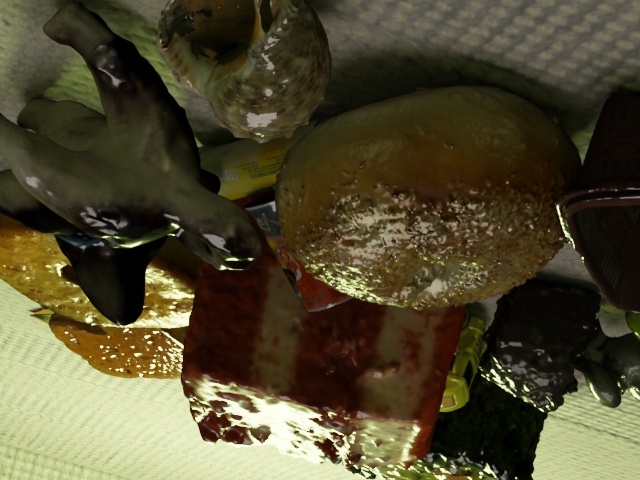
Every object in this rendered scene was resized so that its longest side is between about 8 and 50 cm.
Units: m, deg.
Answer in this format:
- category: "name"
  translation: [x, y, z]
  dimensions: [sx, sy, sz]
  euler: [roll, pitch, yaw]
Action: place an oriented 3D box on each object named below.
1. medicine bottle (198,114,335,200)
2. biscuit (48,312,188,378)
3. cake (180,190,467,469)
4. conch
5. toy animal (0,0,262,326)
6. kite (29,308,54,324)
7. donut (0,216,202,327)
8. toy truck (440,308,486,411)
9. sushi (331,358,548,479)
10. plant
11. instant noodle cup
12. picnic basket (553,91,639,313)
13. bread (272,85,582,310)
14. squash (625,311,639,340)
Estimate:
- category: "medicine bottle"
  translation: [-0.061, -0.083, 1.697]
  dimensions: [0.218, 0.073, 0.074]
  euler: [-12, 148, 45]
- category: "biscuit"
  translation: [-0.305, 0.136, 2.425]
  dimensions: [0.277, 0.052, 0.262]
  euler: [-5, 146, 40]
- category: "cake"
  translation: [0.005, 0.112, 1.889]
  dimensions: [0.320, 0.270, 0.269]
  euler: [11, 160, 2]
- category: "conch"
  translation: [-0.066, -0.175, 1.374]
  dimensions: [0.155, 0.130, 0.207]
  euler: [0, 145, -3]
- category: "toy animal"
  translation: [-0.209, -0.043, 1.625]
  dimensions: [0.303, 0.194, 0.344]
  euler: [37, 162, -3]
- category: "kite"
  translation: [-0.317, 0.151, 2.548]
  dimensions: [0.328, 0.013, 0.377]
  euler: [10, 158, 8]
- category: "donut"
  translation: [-0.282, 0.013, 2.033]
  dimensions: [0.303, 0.110, 0.303]
  euler: [11, 157, 5]
- category: "toy truck"
  translation: [0.077, 0.153, 2.108]
  dimensions: [0.272, 0.157, 0.124]
  euler: [9, 159, 13]
- category: "sushi"
  translation: [0.162, 0.276, 2.355]
  dimensions: [0.352, 0.178, 0.294]
  euler: [6, 160, 21]
- category: "plant"
  translation: [0.337, 0.147, 1.947]
  dimensions: [0.275, 0.146, 0.149]
  euler: [15, 157, -6]
- category: "instant noodle cup"
  translation: [-0.002, 0.001, 1.717]
  dimensions: [0.127, 0.135, 0.127]
  euler: [-22, -172, 3]
- category: "picnic basket"
  translation: [0.352, -0.035, 1.487]
  dimensions: [0.223, 0.129, 0.297]
  euler: [2, 158, 23]
- category: "bread"
  translation: [0.108, -0.028, 1.541]
  dimensions: [0.306, 0.158, 0.305]
  euler: [-4, 155, -2]
- category: "squash"
  translation: [0.447, 0.103, 1.856]
  dimensions: [0.188, 0.095, 0.095]
  euler: [16, 160, 5]
